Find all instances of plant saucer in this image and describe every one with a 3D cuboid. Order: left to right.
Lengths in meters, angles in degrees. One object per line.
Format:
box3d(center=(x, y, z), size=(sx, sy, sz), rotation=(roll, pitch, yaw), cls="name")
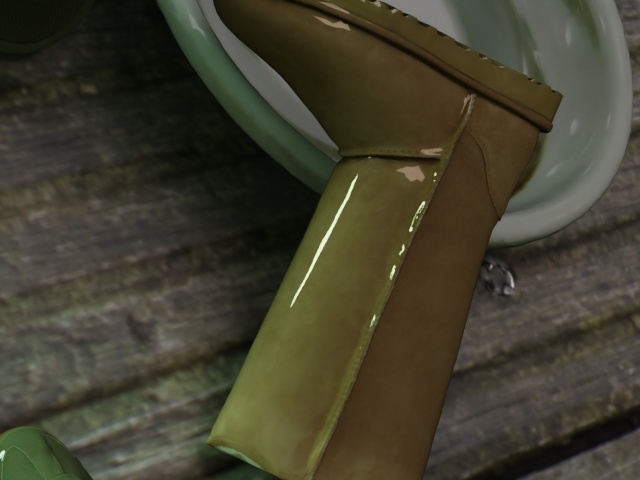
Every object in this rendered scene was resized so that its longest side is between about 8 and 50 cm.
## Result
box3d(center=(0.030, -0.158, 1.302), size=(0.400, 0.100, 0.400), rotation=(20, 53, -28), cls="plant saucer")

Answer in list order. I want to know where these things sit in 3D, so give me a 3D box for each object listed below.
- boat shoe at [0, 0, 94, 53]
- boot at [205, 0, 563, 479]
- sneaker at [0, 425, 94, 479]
box3d(center=(-0.251, -0.194, 1.067), size=(0.103, 0.113, 0.302), rotation=(54, 13, 30), cls="boat shoe")
box3d(center=(0.000, 0.000, 1.098), size=(0.236, 0.089, 0.269), rotation=(23, 89, -17), cls="boot")
box3d(center=(-0.099, 0.168, 1.002), size=(0.064, 0.086, 0.192), rotation=(-26, 80, -45), cls="sneaker")
